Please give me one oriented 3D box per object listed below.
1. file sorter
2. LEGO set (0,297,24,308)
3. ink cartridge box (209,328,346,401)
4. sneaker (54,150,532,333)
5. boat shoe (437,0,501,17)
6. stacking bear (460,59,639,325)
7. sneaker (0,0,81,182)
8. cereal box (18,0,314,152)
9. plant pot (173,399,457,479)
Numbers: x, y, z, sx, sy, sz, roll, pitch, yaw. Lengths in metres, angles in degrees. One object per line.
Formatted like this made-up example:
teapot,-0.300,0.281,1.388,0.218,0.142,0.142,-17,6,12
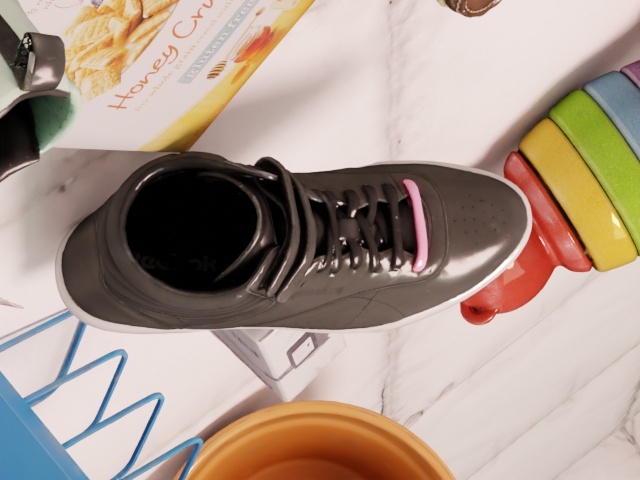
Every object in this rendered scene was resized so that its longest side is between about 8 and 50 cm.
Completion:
file sorter,-0.149,0.145,1.114,0.104,0.170,0.118,-28,157,-38
LEGO set,-0.229,0.024,0.706,0.244,0.182,0.060,37,64,-72
ink cartridge box,-0.046,0.035,1.153,0.063,0.109,0.150,-44,162,-10
sneaker,0.000,0.000,0.999,0.295,0.105,0.147,-6,173,-14
boat shoe,0.152,-0.216,1.002,0.095,0.095,0.257,-20,152,-45
stacking bear,0.220,-0.044,1.430,0.289,0.175,0.164,-32,154,4
sneaker,-0.201,-0.057,0.607,0.256,0.151,0.094,-22,154,-41
cereal box,-0.093,-0.117,0.831,0.173,0.047,0.240,-47,160,23
plant pot,-0.010,0.292,1.576,0.291,0.291,0.203,-39,177,-6
